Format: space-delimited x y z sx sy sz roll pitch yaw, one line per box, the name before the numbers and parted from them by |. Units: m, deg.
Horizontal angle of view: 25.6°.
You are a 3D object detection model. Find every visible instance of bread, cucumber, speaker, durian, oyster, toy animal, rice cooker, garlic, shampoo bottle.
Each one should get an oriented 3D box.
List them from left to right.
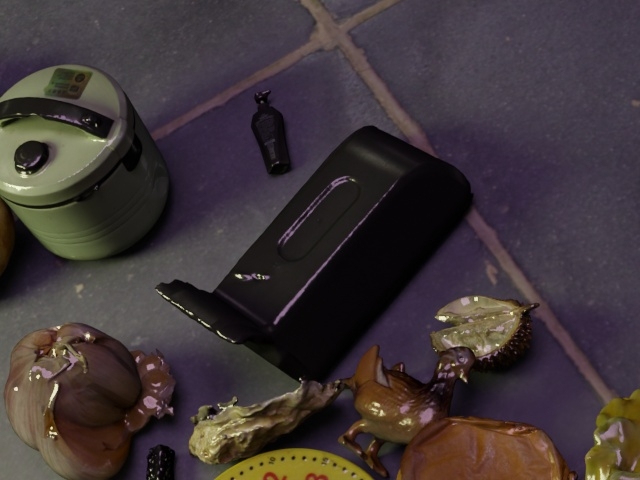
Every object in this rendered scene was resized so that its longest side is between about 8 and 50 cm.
rice cooker | -0.328 -0.109 1.873 0.226 0.244 0.226 -8 60 14
garlic | -0.262 0.173 1.702 0.207 0.257 0.207 13 61 -25
cucumber | -0.189 0.323 1.676 0.039 0.043 0.163 13 56 -25
oyster | -0.066 0.213 1.661 0.209 0.133 0.072 -15 78 2
shampoo bottle | -0.070 -0.150 1.950 0.048 0.027 0.137 -24 54 12
speaker | 0.000 0.000 1.735 0.180 0.184 0.388 30 70 31
toy animal | 0.089 0.174 1.644 0.179 0.089 0.188 -52 37 -2
bread | 0.174 0.289 1.525 0.199 0.104 0.199 2 55 -3
durian | 0.204 0.111 1.668 0.140 0.071 0.110 -22 47 22

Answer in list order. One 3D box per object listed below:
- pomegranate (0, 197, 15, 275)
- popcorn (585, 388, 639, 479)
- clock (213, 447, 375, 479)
pomegranate | -0.515 -0.011 1.898 0.207 0.207 0.207 -8 56 12
popcorn | 0.374 0.254 1.432 0.249 0.225 0.249 -14 48 17
clock | -0.036 0.362 1.579 0.294 0.071 0.277 5 60 20
